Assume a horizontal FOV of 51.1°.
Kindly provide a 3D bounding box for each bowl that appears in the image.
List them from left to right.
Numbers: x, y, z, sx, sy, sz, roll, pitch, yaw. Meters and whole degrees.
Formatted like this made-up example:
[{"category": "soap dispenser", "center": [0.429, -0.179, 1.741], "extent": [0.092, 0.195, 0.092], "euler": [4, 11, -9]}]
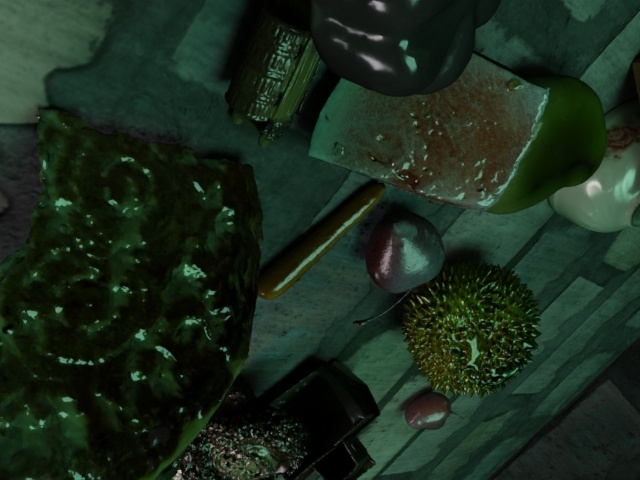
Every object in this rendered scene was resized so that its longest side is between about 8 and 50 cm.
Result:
[{"category": "bowl", "center": [0.587, -0.120, 1.273], "extent": [0.277, 0.145, 0.277], "euler": [-23, 141, -20]}]

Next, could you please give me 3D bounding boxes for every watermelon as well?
[{"category": "watermelon", "center": [0.136, -0.127, 0.804], "extent": [0.261, 0.201, 0.213], "euler": [7, 117, -42]}]

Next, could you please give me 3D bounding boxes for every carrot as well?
[{"category": "carrot", "center": [0.000, 0.000, 0.969], "extent": [0.248, 0.043, 0.043], "euler": [-42, 146, 2]}]

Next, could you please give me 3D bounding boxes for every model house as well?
[{"category": "model house", "center": [0.020, 0.370, 1.300], "extent": [0.211, 0.204, 0.243], "euler": [-41, 162, 5]}]

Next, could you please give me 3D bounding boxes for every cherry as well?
[{"category": "cherry", "center": [0.104, 0.033, 1.038], "extent": [0.188, 0.115, 0.148], "euler": [-30, 164, -3]}, {"category": "cherry", "center": [0.271, 0.421, 1.659], "extent": [0.126, 0.087, 0.106], "euler": [16, 128, -29]}]

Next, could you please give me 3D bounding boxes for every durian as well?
[{"category": "durian", "center": [0.284, 0.171, 1.258], "extent": [0.291, 0.225, 0.291], "euler": [-19, 141, -16]}]

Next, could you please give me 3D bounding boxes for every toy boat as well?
[{"category": "toy boat", "center": [-0.034, -0.197, 0.673], "extent": [0.088, 0.068, 0.226], "euler": [-25, 151, -52]}]

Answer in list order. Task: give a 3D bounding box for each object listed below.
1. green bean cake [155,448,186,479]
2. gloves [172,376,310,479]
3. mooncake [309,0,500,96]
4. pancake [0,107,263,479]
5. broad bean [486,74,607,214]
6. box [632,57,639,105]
[{"category": "green bean cake", "center": [-0.282, 0.228, 0.798], "extent": [0.132, 0.241, 0.255], "euler": [-12, 142, -44]}, {"category": "gloves", "center": [-0.170, 0.351, 1.130], "extent": [0.312, 0.135, 0.211], "euler": [-11, 121, -2]}, {"category": "mooncake", "center": [0.087, -0.252, 0.607], "extent": [0.245, 0.133, 0.245], "euler": [-49, 156, -30]}, {"category": "pancake", "center": [-0.194, 0.074, 0.662], "extent": [0.066, 0.427, 0.304], "euler": [-12, 149, 44]}, {"category": "broad bean", "center": [0.330, -0.142, 1.030], "extent": [0.291, 0.119, 0.238], "euler": [-3, 133, -39]}, {"category": "box", "center": [0.680, -0.169, 1.134], "extent": [0.224, 0.342, 0.143], "euler": [-13, -179, -32]}]
